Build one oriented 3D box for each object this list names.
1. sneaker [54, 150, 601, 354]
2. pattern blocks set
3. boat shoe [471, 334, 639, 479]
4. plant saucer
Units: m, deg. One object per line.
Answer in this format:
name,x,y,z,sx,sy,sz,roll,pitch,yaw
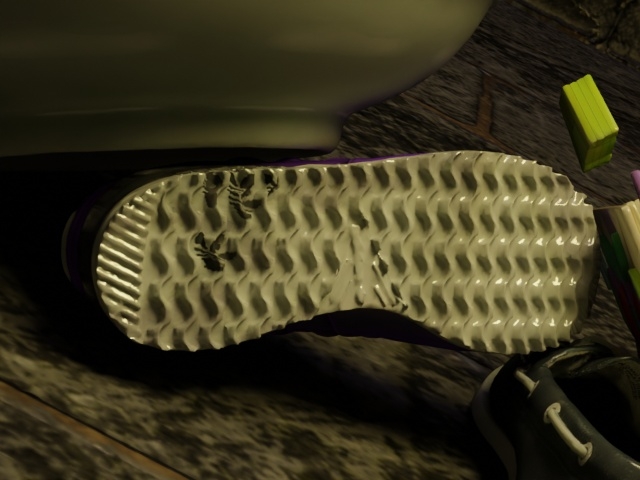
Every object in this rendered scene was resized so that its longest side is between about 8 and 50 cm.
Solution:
sneaker,0.000,-0.001,0.967,0.293,0.102,0.146,3,3,-28
pattern blocks set,0.187,0.048,1.021,0.325,0.026,0.285,61,8,-74
boat shoe,0.145,0.102,0.971,0.114,0.091,0.302,26,16,-7
plant saucer,-0.098,-0.090,0.974,0.400,0.101,0.400,-2,-1,0
